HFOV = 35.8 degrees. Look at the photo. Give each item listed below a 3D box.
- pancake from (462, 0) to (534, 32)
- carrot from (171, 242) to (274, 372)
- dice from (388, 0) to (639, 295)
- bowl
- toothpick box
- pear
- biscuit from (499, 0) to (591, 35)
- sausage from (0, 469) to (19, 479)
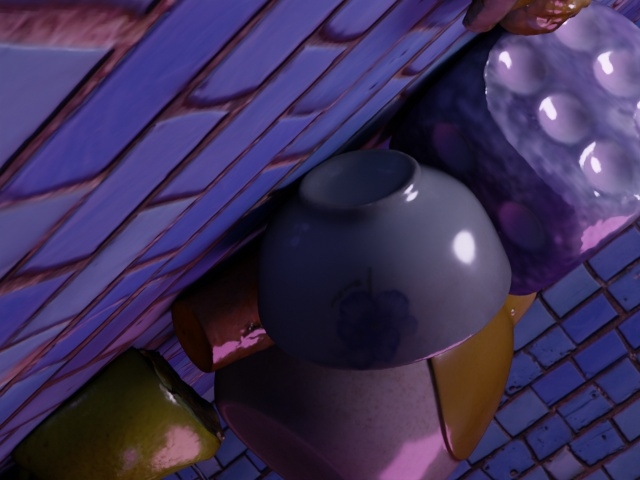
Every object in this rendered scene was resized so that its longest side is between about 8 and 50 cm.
[{"bbox_3d":[0.217,-0.268,0.798,0.282,0.049,0.282,-41,178,-2],"label":"pancake"},{"bbox_3d":[-0.041,0.050,1.252,0.301,0.139,0.139,-24,169,-25],"label":"carrot"},{"bbox_3d":[0.267,-0.115,1.218,0.270,0.270,0.271,-38,175,-25],"label":"dice"},{"bbox_3d":[0.055,-0.007,1.071,0.289,0.146,0.289,-10,-146,7],"label":"bowl"},{"bbox_3d":[0.084,0.169,1.496,0.425,0.409,0.409,-51,180,-22],"label":"toothpick box"},{"bbox_3d":[-0.287,0.294,1.367,0.281,0.176,0.286,-37,174,-6],"label":"pear"},{"bbox_3d":[0.244,-0.255,1.042,0.118,0.061,0.183,-40,176,25],"label":"biscuit"},{"bbox_3d":[-0.450,0.426,1.441,0.152,0.152,0.279,-42,176,27],"label":"sausage"}]
